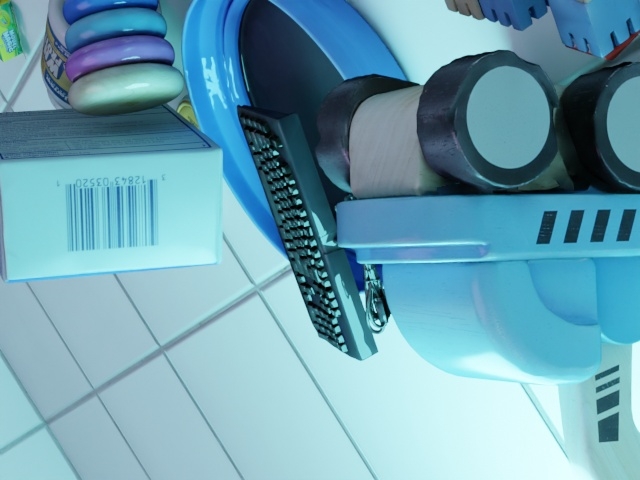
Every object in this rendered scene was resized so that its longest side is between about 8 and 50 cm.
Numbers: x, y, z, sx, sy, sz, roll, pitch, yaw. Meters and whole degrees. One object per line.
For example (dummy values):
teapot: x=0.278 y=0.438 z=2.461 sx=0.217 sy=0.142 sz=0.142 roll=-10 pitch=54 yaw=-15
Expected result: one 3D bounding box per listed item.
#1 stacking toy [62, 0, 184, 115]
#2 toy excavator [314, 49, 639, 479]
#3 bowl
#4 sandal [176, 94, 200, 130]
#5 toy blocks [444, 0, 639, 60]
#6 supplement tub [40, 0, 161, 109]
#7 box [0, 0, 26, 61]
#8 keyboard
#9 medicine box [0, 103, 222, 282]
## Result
stacking toy: x=-0.258 y=-0.324 z=1.756 sx=0.141 sy=0.141 sz=0.330 roll=-20 pitch=80 yaw=63
toy excavator: x=0.215 y=0.076 z=1.276 sx=0.222 sy=0.432 sz=0.445 roll=1 pitch=91 yaw=59
bowl: x=-0.012 y=-0.125 z=1.658 sx=0.391 sy=0.077 sz=0.391 roll=41 pitch=149 yaw=32
sandal: x=-0.203 y=-0.103 z=2.010 sx=0.102 sy=0.076 sz=0.265 roll=48 pitch=152 yaw=20
toy blocks: x=0.130 y=-0.289 z=1.155 sx=0.381 sy=0.190 sz=0.261 roll=31 pitch=153 yaw=51
supplement tub: x=-0.292 y=-0.252 z=1.925 sx=0.144 sy=0.144 sz=0.200 roll=52 pitch=153 yaw=13
box: x=-0.536 y=-0.361 z=2.349 sx=0.179 sy=0.043 sz=0.105 roll=36 pitch=147 yaw=35
keyboard: x=0.000 y=0.000 z=1.651 sx=0.201 sy=0.033 sz=0.317 roll=17 pitch=133 yaw=53
medicine box: x=-0.283 y=-0.068 z=1.799 sx=0.289 sy=0.263 sz=0.149 roll=-141 pitch=49 yaw=-65
